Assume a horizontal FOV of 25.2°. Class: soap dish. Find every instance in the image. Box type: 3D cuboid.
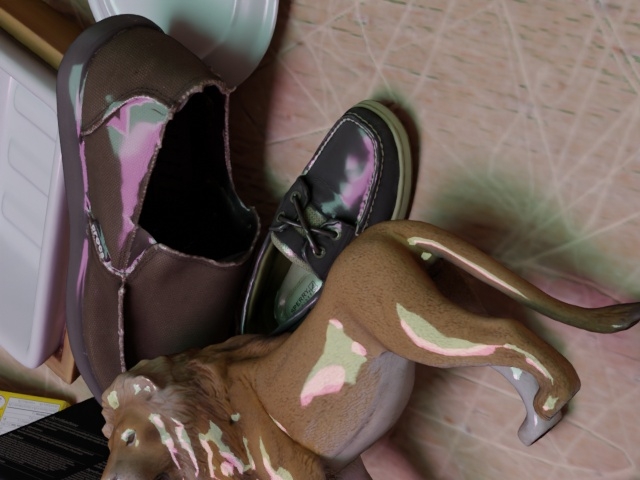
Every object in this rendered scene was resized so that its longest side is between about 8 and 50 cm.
[{"bbox_3d":[-0.247,-0.056,1.246,0.229,0.118,0.291,37,127,32],"label":"soap dish"}]

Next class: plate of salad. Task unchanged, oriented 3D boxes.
[{"bbox_3d":[-0.106,-0.208,1.097,0.200,0.048,0.200,15,117,32],"label":"plate of salad"}]

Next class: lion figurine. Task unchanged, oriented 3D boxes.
[{"bbox_3d":[0.018,0.094,0.989,0.240,0.142,0.392,50,115,14],"label":"lion figurine"}]

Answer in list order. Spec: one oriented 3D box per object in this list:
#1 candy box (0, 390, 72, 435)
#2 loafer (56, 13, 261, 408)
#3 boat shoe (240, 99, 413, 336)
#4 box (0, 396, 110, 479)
[{"bbox_3d":[-0.350,0.197,1.416,0.206,0.027,0.105,6,66,24],"label":"candy box"},{"bbox_3d":[-0.117,0.016,1.095,0.130,0.134,0.366,23,132,40],"label":"loafer"},{"bbox_3d":[-0.001,0.000,1.041,0.080,0.073,0.223,44,132,24],"label":"boat shoe"},{"bbox_3d":[-0.165,0.223,1.210,0.261,0.184,0.103,10,114,44],"label":"box"}]
